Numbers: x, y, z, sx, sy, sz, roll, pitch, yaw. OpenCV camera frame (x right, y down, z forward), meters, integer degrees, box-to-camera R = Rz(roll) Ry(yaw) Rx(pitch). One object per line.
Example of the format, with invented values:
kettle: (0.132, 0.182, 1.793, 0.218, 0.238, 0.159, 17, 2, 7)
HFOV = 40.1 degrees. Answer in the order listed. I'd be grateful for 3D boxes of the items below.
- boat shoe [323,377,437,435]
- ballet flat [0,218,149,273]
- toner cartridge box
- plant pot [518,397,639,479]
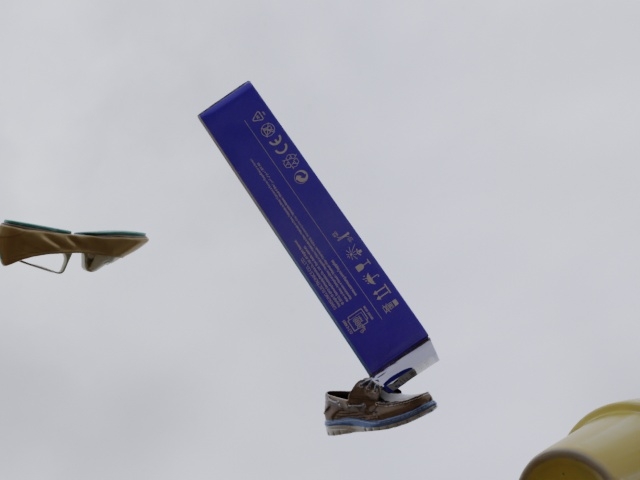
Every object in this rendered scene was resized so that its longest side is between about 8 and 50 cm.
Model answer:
boat shoe: (0.068, 0.210, 1.136, 0.183, 0.066, 0.066, -21, -98, 39)
ballet flat: (-0.368, 0.014, 1.309, 0.232, 0.080, 0.073, 5, -91, -36)
toner cartridge box: (0.000, 0.000, 0.975, 0.075, 0.348, 0.165, -34, -19, -1)
plant pot: (0.382, 0.336, 1.120, 0.239, 0.254, 0.254, 3, -56, -40)
